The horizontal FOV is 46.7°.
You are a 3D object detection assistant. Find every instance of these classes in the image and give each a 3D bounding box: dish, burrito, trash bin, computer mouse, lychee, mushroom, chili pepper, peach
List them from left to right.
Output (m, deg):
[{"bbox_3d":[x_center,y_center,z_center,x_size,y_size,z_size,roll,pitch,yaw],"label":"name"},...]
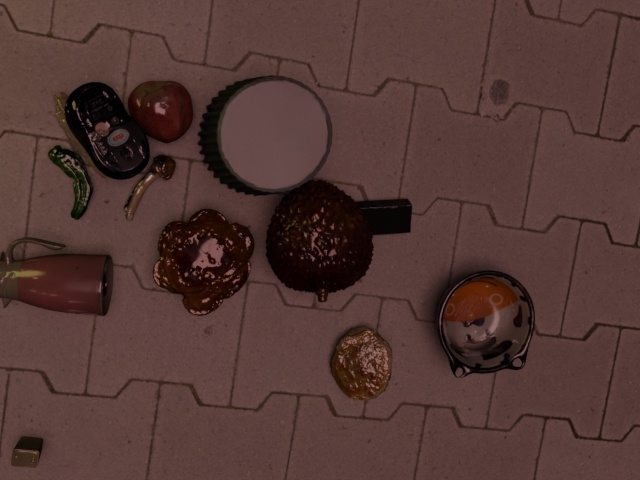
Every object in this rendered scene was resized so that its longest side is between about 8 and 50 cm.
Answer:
[{"bbox_3d":[-0.708,0.511,1.796,0.061,0.092,0.042,9,94,-13],"label":"trash bin"},{"bbox_3d":[-0.588,-0.143,1.770,0.073,0.050,0.182,-20,103,-16],"label":"chili pepper"},{"bbox_3d":[-0.560,-0.248,1.763,0.229,0.063,0.058,54,44,-19],"label":"burrito"},{"bbox_3d":[-0.494,-0.249,1.714,0.137,0.096,0.233,-34,104,-35],"label":"computer mouse"},{"bbox_3d":[-0.421,-0.131,1.810,0.060,0.061,0.187,41,99,0],"label":"mushroom"},{"bbox_3d":[-0.377,-0.299,1.754,0.152,0.152,0.152,-1,97,-12],"label":"peach"},{"bbox_3d":[0.000,0.000,1.795,0.276,0.275,0.304,-2,72,-12],"label":"lychee"},{"bbox_3d":[0.424,0.212,1.984,0.303,0.120,0.302,-1,97,-12],"label":"dish"}]

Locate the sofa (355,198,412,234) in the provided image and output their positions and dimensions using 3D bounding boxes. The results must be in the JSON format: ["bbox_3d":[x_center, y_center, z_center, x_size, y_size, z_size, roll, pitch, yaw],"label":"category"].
[{"bbox_3d":[0.161,-0.062,1.937,0.147,0.060,0.085,-5,114,-11],"label":"sofa"}]

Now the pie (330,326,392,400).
[{"bbox_3d":[0.109,0.323,1.955,0.163,0.079,0.193,12,95,-3],"label":"pie"}]

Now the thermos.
[{"bbox_3d":[-0.633,0.084,1.741,0.265,0.146,0.176,6,102,-7],"label":"thermos"}]

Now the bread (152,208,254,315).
[{"bbox_3d":[-0.286,0.036,1.808,0.232,0.135,0.246,42,87,-13],"label":"bread"}]

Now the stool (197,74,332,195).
[{"bbox_3d":[-0.129,-0.240,1.710,0.297,0.330,0.297,-1,97,-11],"label":"stool"}]
